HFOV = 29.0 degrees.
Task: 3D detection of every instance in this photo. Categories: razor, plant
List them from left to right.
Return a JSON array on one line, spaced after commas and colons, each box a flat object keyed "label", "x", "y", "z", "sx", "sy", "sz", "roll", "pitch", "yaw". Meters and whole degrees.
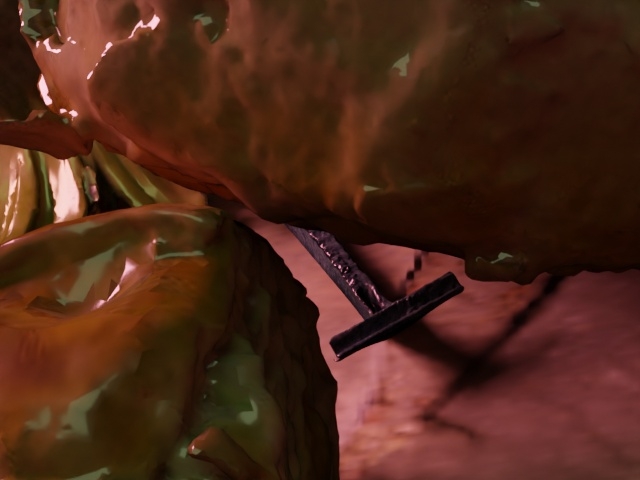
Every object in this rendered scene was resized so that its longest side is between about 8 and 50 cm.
[{"label": "plant", "x": -0.184, "y": -0.124, "z": 0.732, "sx": 0.306, "sy": 0.297, "sz": 0.261, "roll": -53, "pitch": 16, "yaw": -13}, {"label": "razor", "x": 0.002, "y": 0.005, "z": 0.622, "sx": 0.066, "sy": 0.033, "sz": 0.190, "roll": -29, "pitch": 34, "yaw": -9}]

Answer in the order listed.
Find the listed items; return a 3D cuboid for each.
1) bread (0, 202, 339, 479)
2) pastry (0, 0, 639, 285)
[{"label": "bread", "x": -0.120, "y": 0.097, "z": 0.441, "sx": 0.252, "sy": 0.196, "sz": 0.238, "roll": -14, "pitch": 41, "yaw": 4}, {"label": "pastry", "x": 0.046, "y": -0.070, "z": 0.514, "sx": 0.330, "sy": 0.136, "sz": 0.329, "roll": 14, "pitch": 11, "yaw": -3}]
